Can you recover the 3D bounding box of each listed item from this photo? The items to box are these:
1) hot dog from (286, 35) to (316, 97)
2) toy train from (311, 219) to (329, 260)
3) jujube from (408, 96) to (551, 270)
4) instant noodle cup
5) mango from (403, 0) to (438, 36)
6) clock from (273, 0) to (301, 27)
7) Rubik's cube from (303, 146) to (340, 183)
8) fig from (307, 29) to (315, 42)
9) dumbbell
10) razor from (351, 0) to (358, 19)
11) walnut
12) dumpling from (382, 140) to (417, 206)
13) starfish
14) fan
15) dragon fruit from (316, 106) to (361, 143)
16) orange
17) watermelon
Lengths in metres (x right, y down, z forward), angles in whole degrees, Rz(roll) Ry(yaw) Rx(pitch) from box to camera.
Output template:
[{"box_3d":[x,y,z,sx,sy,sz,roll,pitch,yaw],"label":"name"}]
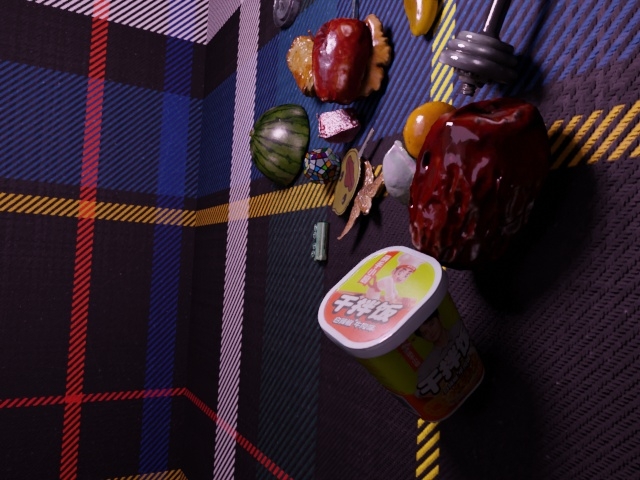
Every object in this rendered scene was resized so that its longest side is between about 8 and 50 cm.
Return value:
[{"box_3d":[-0.035,-0.633,1.965,0.175,0.114,0.259,-55,42,35],"label":"hot dog"},{"box_3d":[0.000,0.000,1.885,0.071,0.038,0.148,-1,85,59],"label":"toy train"},{"box_3d":[0.318,-0.112,1.104,0.258,0.258,0.377,47,128,53],"label":"jujube"},{"box_3d":[0.194,0.217,1.172,0.293,0.308,0.294,-27,29,16],"label":"instant noodle cup"},{"box_3d":[0.271,-0.633,1.440,0.103,0.076,0.161,-4,86,56],"label":"mango"},{"box_3d":[-0.141,-1.020,2.280,0.215,0.041,0.215,-15,72,60],"label":"clock"},{"box_3d":[0.004,-0.256,1.826,0.133,0.133,0.112,-23,33,58],"label":"Rubik's cube"},{"box_3d":[0.041,-0.667,1.809,0.128,0.150,0.129,1,92,31],"label":"fig"},{"box_3d":[0.380,-0.505,1.117,0.179,0.179,0.407,47,126,53],"label":"dumbbell"},{"box_3d":[0.115,-0.726,1.780,0.066,0.033,0.190,-15,72,60],"label":"razor"},{"box_3d":[0.097,-0.550,1.642,0.222,0.243,0.269,-36,-52,-77],"label":"walnut"},{"box_3d":[0.238,-0.160,1.382,0.149,0.105,0.217,14,143,32],"label":"dumpling"},{"box_3d":[0.123,-0.137,1.662,0.295,0.048,0.231,-59,26,33],"label":"starfish"},{"box_3d":[0.098,-0.221,1.704,0.230,0.011,0.335,-95,25,-48],"label":"fan"},{"box_3d":[0.068,-0.375,1.758,0.147,0.096,0.102,-10,78,16],"label":"dragon fruit"},{"box_3d":[0.273,-0.264,1.302,0.134,0.154,0.155,37,119,46],"label":"orange"},{"box_3d":[-0.186,-0.394,2.141,0.330,0.189,0.331,-173,83,-64],"label":"watermelon"}]
